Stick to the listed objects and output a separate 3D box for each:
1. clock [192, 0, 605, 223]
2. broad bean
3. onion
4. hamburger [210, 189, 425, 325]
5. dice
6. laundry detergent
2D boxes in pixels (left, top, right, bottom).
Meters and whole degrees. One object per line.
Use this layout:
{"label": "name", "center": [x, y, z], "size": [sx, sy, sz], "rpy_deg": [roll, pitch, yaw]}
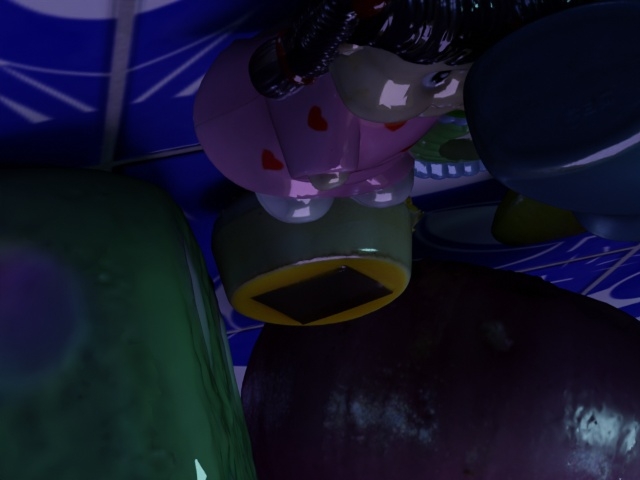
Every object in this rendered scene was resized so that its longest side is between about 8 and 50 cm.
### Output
{"label": "clock", "center": [0.060, -0.089, 0.747], "size": [0.194, 0.100, 0.195], "rpy_deg": [-12, 169, -25]}
{"label": "broad bean", "center": [0.193, -0.060, 1.073], "size": [0.075, 0.067, 0.325], "rpy_deg": [-41, 178, -30]}
{"label": "onion", "center": [0.099, 0.164, 1.290], "size": [0.345, 0.358, 0.358], "rpy_deg": [-56, 159, 3]}
{"label": "hamburger", "center": [0.000, 0.000, 1.063], "size": [0.141, 0.081, 0.126], "rpy_deg": [14, 149, -39]}
{"label": "dice", "center": [-0.196, 0.158, 0.964], "size": [0.318, 0.330, 0.322], "rpy_deg": [-13, 167, 0]}
{"label": "laundry detergent", "center": [0.133, -0.042, 0.709], "size": [0.096, 0.061, 0.206], "rpy_deg": [-26, 162, 19]}
